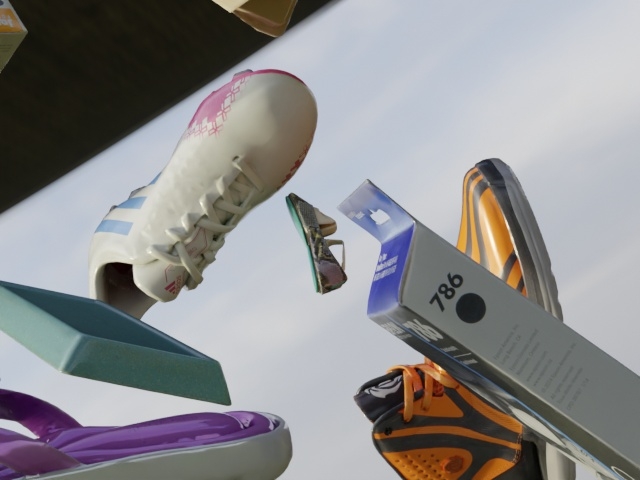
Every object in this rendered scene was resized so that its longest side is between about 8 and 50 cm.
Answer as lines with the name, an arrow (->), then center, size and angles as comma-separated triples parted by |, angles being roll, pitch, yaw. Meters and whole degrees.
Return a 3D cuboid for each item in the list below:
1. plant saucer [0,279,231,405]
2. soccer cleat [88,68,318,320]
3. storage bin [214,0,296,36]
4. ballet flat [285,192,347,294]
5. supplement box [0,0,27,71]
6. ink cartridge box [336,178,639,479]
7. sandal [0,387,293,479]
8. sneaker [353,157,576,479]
plant saucer -> -0.094, 0.038, 0.747 | 0.067, 0.018, 0.192 | 13, 2, -22
soccer cleat -> -0.110, -0.024, 1.712 | 0.116, 0.143, 0.331 | 27, -45, -22
storage bin -> 0.027, -0.338, 1.614 | 0.262, 0.123, 0.260 | -24, 39, 51
ballet flat -> 0.000, 0.000, 1.667 | 0.041, 0.114, 0.041 | -12, -37, -10
supplement box -> -0.192, -0.078, 0.869 | 0.062, 0.036, 0.098 | -7, -33, -50
ink cartridge box -> 0.140, 0.083, 1.358 | 0.065, 0.333, 0.165 | -54, 1, -9
sandal -> -0.228, 0.145, 1.346 | 0.416, 0.102, 0.169 | -5, 5, -19
sneaker -> 0.113, 0.094, 1.571 | 0.180, 0.321, 0.124 | -11, 20, -2
